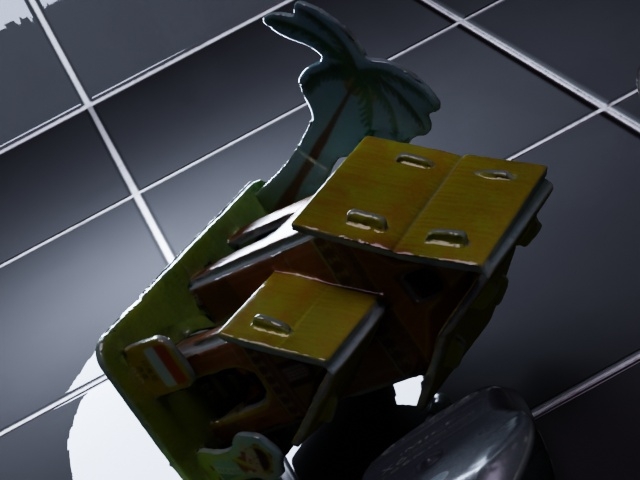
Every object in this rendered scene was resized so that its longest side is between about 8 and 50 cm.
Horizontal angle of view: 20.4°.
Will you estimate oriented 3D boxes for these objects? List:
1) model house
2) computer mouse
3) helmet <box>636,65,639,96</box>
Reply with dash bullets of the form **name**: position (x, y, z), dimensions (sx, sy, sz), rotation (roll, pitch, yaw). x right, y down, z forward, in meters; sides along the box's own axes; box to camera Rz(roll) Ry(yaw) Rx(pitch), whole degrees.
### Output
- **model house**: position (0.000, 0.000, 1.489), dimensions (0.324, 0.340, 0.300), rotation (-22, 18, 39)
- **computer mouse**: position (0.109, 0.185, 1.370), dimensions (0.167, 0.090, 0.379), rotation (-33, 7, 9)
- **helmet**: position (0.436, -0.123, 1.559), dimensions (0.305, 0.177, 0.225), rotation (-29, 14, -20)
